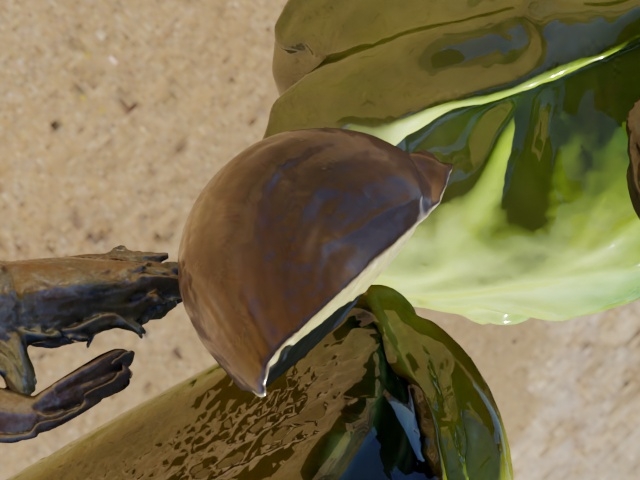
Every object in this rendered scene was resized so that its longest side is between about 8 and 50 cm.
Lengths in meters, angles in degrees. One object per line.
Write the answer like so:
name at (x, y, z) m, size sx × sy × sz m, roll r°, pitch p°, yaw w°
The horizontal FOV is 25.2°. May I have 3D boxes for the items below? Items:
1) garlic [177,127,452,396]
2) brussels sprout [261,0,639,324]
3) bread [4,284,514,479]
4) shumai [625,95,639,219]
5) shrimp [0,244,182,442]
garlic at (-0.015, -0.004, 0.775) m, size 0.195 × 0.101 × 0.087 m, roll -44°, pitch 167°, yaw -43°
brussels sprout at (0.171, -0.147, 1.075) m, size 0.342 × 0.361 × 0.425 m, roll 11°, pitch 83°, yaw -51°
bread at (-0.049, 0.197, 0.909) m, size 0.376 × 0.208 × 0.251 m, roll -33°, pitch -154°, yaw 30°
shumai at (0.310, -0.022, 0.839) m, size 0.218 × 0.256 × 0.189 m, roll 72°, pitch 35°, yaw -56°
shrimp at (-0.160, 0.063, 0.903) m, size 0.223 × 0.126 × 0.047 m, roll -9°, pitch 151°, yaw -14°
